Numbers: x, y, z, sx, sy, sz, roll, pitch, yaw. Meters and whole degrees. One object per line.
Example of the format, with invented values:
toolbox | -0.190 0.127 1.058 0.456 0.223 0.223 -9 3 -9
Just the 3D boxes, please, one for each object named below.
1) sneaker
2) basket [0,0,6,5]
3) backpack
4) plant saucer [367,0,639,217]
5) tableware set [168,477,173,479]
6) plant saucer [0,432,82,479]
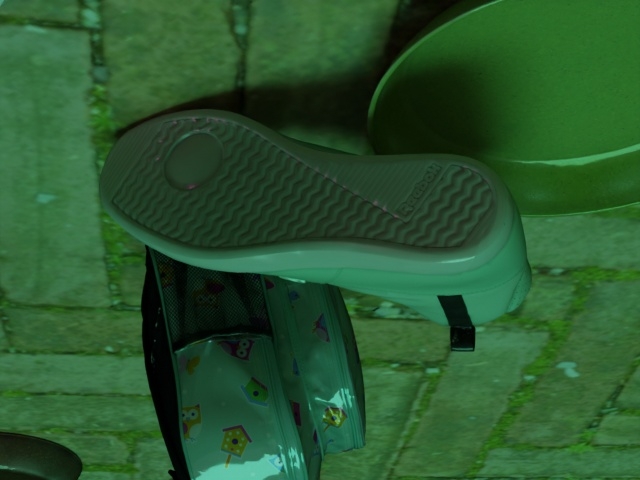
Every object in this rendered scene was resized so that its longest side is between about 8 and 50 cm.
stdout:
sneaker | 0.000 0.001 0.917 0.255 0.094 0.151 10 162 22
basket | -0.252 -0.177 0.371 0.328 0.331 0.266 -23 144 31
backpack | -0.043 0.099 1.038 0.144 0.188 0.166 -4 151 2
plant saucer | 0.145 -0.087 0.876 0.240 0.037 0.241 -3 151 -2
tableware set | -0.070 0.208 1.395 0.128 0.039 0.194 -15 157 -4
plant saucer | -0.299 0.216 1.393 0.168 0.029 0.168 -2 151 -1
